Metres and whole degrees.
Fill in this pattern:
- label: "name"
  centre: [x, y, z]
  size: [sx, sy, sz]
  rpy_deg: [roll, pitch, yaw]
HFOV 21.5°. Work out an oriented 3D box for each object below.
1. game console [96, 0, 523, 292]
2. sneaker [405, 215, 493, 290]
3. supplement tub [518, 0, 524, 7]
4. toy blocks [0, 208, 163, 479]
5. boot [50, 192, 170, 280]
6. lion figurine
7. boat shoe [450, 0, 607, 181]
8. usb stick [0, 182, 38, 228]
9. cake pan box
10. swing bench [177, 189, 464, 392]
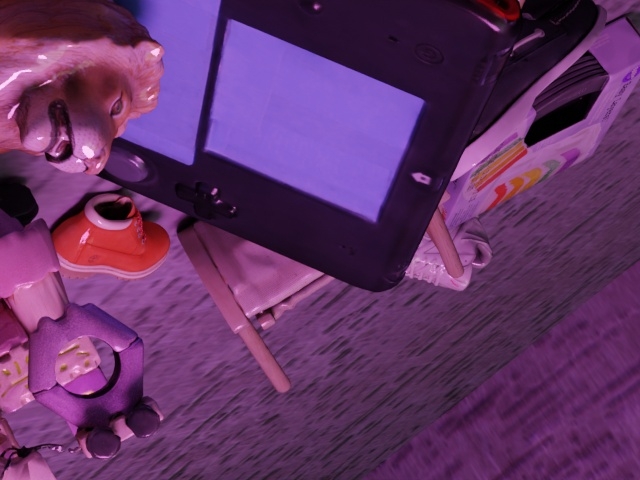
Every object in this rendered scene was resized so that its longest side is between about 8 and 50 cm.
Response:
- label: "game console"
  centre: [-0.071, -0.112, 1.087]
  size: [0.060, 0.342, 0.386]
  rpy_deg: [-61, 176, -26]
- label: "sneaker"
  centre: [0.141, 0.016, 2.145]
  size: [0.232, 0.115, 0.090]
  rpy_deg: [-19, 158, -40]
- label: "supplement tub"
  centre: [0.041, -0.225, 1.101]
  size: [0.228, 0.228, 0.316]
  rpy_deg: [-27, 162, -20]
- label: "toy blocks"
  centre: [-0.309, 0.070, 1.230]
  size: [0.288, 0.260, 0.309]
  rpy_deg: [-28, -173, -13]
- label: "boot"
  centre: [-0.185, -0.007, 1.600]
  size: [0.084, 0.059, 0.158]
  rpy_deg: [-47, 157, 26]
- label: "lion figurine"
  centre: [-0.286, -0.055, 1.069]
  size: [0.240, 0.142, 0.392]
  rpy_deg: [-2, 164, -40]
- label: "boat shoe"
  centre: [0.190, -0.181, 1.699]
  size: [0.114, 0.091, 0.302]
  rpy_deg: [-33, -169, 46]
- label: "usb stick"
  centre: [-0.340, 0.044, 1.480]
  size: [0.278, 0.045, 0.077]
  rpy_deg: [-45, 167, 33]
- label: "cake pan box"
  centre: [0.252, -0.137, 2.009]
  size: [0.245, 0.070, 0.267]
  rpy_deg: [-28, 162, -22]
- label: "swing bench"
  centre: [0.000, 0.000, 1.781]
  size: [0.253, 0.165, 0.255]
  rpy_deg: [-31, 158, -3]
